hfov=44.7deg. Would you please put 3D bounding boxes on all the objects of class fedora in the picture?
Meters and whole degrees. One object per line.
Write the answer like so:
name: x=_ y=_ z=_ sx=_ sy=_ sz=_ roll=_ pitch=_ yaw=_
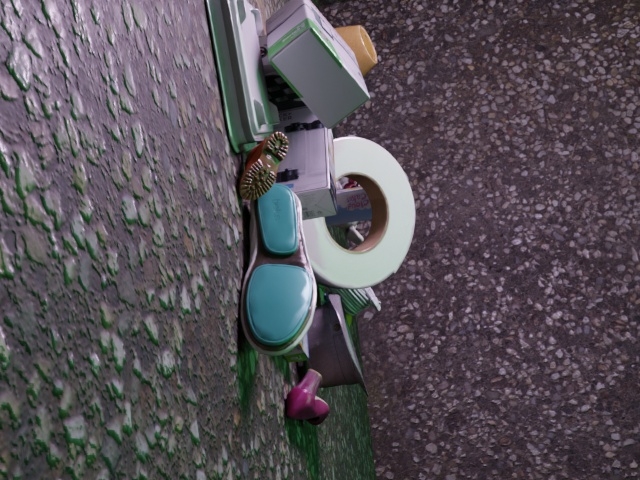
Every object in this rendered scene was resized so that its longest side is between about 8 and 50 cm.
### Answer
fedora: x=0.023 y=0.267 z=1.930 sx=0.244 sy=0.124 sz=0.275 roll=69 pitch=6 yaw=-73

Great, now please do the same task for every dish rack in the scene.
dish rack: x=-0.151 y=-0.351 z=1.580 sx=0.285 sy=0.072 sz=0.333 roll=-56 pitch=136 yaw=-80

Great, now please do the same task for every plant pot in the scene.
plant pot: x=0.027 y=-0.513 z=2.259 sx=0.237 sy=0.254 sz=0.237 roll=51 pitch=27 yaw=-40

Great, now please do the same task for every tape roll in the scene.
tape roll: x=0.072 y=-0.066 z=1.972 sx=0.072 sy=0.392 sz=0.392 roll=-4 pitch=-84 yaw=57

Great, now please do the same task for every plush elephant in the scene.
plush elephant: x=0.104 y=-0.146 z=2.617 sx=0.272 sy=0.330 sz=0.255 roll=41 pitch=21 yaw=-19

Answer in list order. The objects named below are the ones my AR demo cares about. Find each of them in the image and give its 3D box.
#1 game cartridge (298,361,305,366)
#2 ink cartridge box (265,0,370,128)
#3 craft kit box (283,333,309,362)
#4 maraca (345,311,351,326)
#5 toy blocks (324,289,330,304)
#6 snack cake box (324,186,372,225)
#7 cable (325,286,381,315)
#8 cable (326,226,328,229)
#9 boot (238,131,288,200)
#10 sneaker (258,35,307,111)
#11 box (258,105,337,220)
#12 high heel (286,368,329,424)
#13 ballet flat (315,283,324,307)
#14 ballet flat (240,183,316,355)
game cartridge: x=-0.048 y=0.275 z=1.933 sx=0.083 sy=0.017 sz=0.056 roll=-53 pitch=138 yaw=-81
ink cartridge box: x=-0.013 y=-0.411 z=1.746 sx=0.211 sy=0.121 sz=0.289 roll=45 pitch=18 yaw=-28
craft kit box: x=-0.078 y=0.113 z=1.707 sx=0.246 sy=0.061 sz=0.250 roll=75 pitch=9 yaw=-63
maraca: x=0.041 y=0.242 z=2.390 sx=0.127 sy=0.099 sz=0.186 roll=-57 pitch=-176 yaw=-1
toy blocks: x=0.014 y=0.157 z=2.467 sx=0.148 sy=0.054 sz=0.123 roll=64 pitch=20 yaw=-70
snack cake box: x=0.052 y=-0.095 z=2.169 sx=0.152 sy=0.264 sz=0.089 roll=-50 pitch=131 yaw=-82
cable: x=0.056 y=0.103 z=2.316 sx=0.257 sy=0.089 sz=0.257 roll=47 pitch=8 yaw=-29
cable: x=0.000 y=0.000 z=2.628 sx=0.184 sy=0.047 sz=0.150 roll=-88 pitch=164 yaw=-44
boot: x=-0.125 y=-0.138 z=1.536 sx=0.059 sy=0.085 sz=0.158 roll=43 pitch=59 yaw=-26
sneaker: x=-0.088 y=-0.388 z=1.924 sx=0.330 sy=0.122 sz=0.146 roll=57 pitch=23 yaw=-68
box: x=-0.055 y=-0.178 z=1.775 sx=0.087 sy=0.169 sz=0.290 roll=71 pitch=13 yaw=-47
high heel: x=-0.036 y=0.389 z=1.746 sx=0.117 sy=0.082 sz=0.244 roll=-56 pitch=166 yaw=-30
ballet flat: x=-0.024 y=0.176 z=2.134 sx=0.070 sy=0.070 sz=0.188 roll=75 pitch=7 yaw=-47
ballet flat: x=-0.082 y=0.069 z=1.468 sx=0.139 sy=0.139 sz=0.400 roll=75 pitch=9 yaw=-49
